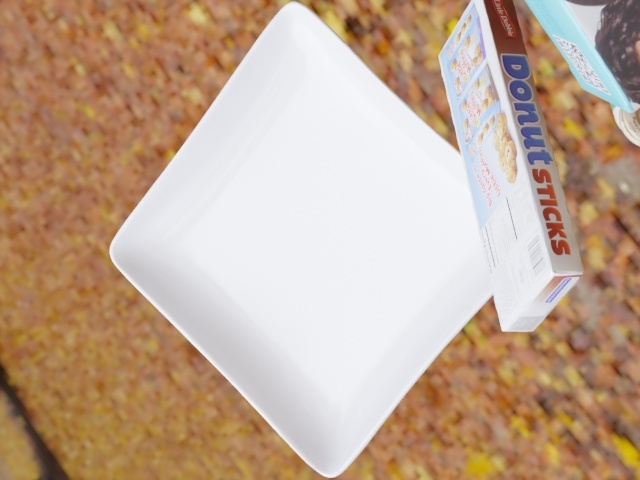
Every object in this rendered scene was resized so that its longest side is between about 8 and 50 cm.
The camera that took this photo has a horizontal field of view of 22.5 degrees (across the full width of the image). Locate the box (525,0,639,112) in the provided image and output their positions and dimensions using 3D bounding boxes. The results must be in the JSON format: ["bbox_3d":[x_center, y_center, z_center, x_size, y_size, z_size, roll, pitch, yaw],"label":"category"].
[{"bbox_3d":[0.196,-0.171,0.700,0.100,0.244,0.060,52,180,-21],"label":"box"}]

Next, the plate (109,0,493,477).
[{"bbox_3d":[0.000,0.000,1.279,0.277,0.278,0.045,44,-159,15],"label":"plate"}]

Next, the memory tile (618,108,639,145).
[{"bbox_3d":[0.189,-0.140,0.942,0.148,0.113,0.012,52,172,2],"label":"memory tile"}]

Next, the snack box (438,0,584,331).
[{"bbox_3d":[0.098,-0.045,0.847,0.064,0.022,0.178,120,146,-55],"label":"snack box"}]

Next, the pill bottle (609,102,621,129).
[{"bbox_3d":[0.248,-0.194,1.186,0.117,0.117,0.208,138,118,-72],"label":"pill bottle"}]
